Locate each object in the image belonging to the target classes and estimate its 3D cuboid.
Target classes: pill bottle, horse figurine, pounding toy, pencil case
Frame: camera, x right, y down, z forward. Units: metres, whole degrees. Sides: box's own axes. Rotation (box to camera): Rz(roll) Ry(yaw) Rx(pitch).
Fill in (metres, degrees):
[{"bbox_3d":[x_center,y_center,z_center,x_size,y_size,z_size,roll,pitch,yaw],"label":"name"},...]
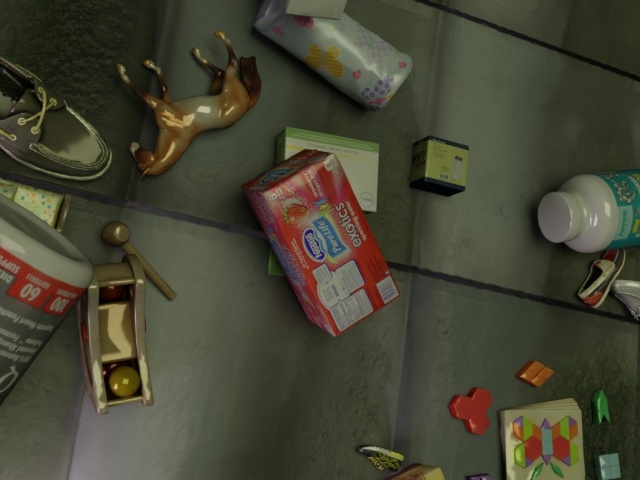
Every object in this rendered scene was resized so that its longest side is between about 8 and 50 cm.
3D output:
[{"bbox_3d":[-0.463,0.124,1.036,0.210,0.210,0.363,36,89,-14],"label":"pill bottle"},{"bbox_3d":[-0.193,-0.221,1.328,0.263,0.066,0.174,-24,86,-23],"label":"horse figurine"},{"bbox_3d":[0.535,-0.054,1.570,0.264,0.146,0.146,-7,84,-24],"label":"pill bottle"},{"bbox_3d":[-0.259,0.097,1.196,0.155,0.154,0.269,-7,84,-24],"label":"pounding toy"},{"bbox_3d":[0.021,-0.331,1.413,0.273,0.113,0.124,34,46,-14],"label":"pencil case"}]

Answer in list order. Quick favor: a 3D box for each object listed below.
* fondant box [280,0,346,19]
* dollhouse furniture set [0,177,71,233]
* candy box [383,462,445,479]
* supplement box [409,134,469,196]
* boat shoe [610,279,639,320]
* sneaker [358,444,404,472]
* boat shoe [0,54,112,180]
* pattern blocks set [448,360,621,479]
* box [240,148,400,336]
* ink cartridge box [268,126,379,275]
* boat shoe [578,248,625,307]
[{"bbox_3d":[-0.021,-0.526,1.280,0.096,0.238,0.330,-1,47,-24],"label":"fondant box"},{"bbox_3d":[-0.454,-0.005,1.157,0.182,0.101,0.161,16,75,-20],"label":"dollhouse furniture set"},{"bbox_3d":[0.152,0.536,1.337,0.183,0.087,0.316,-20,90,-25],"label":"candy box"},{"bbox_3d":[0.208,-0.129,1.489,0.083,0.056,0.083,12,77,-21],"label":"supplement box"},{"bbox_3d":[0.624,0.126,1.629,0.184,0.066,0.063,24,72,-28],"label":"boat shoe"},{"bbox_3d":[0.097,0.353,1.375,0.083,0.031,0.035,20,75,-19],"label":"sneaker"},{"bbox_3d":[-0.431,-0.187,1.203,0.305,0.091,0.109,33,71,-15],"label":"boat shoe"},{"bbox_3d":[0.392,0.360,1.505,0.325,0.026,0.285,-12,87,-25],"label":"pattern blocks set"},{"bbox_3d":[0.000,0.000,1.304,0.128,0.123,0.257,-32,109,-15],"label":"box"},{"bbox_3d":[0.006,-0.055,1.393,0.171,0.056,0.235,8,77,-22],"label":"ink cartridge box"},{"bbox_3d":[0.530,0.060,1.605,0.043,0.049,0.137,35,74,-12],"label":"boat shoe"}]
